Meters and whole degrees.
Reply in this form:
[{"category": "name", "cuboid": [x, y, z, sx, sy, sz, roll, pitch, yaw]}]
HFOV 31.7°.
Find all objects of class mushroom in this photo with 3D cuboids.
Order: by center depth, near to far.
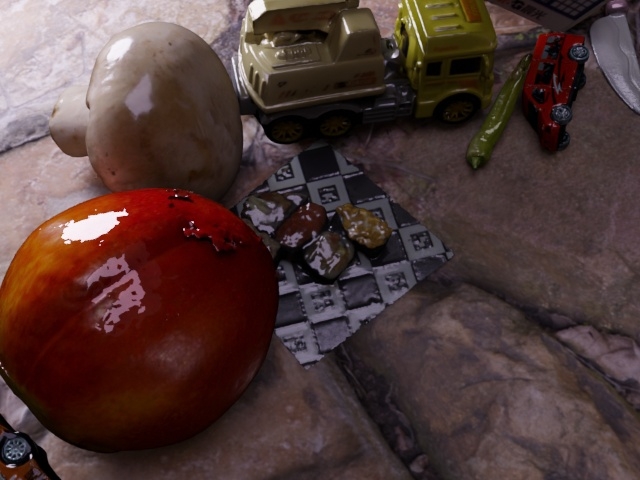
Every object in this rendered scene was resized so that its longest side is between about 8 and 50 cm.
[{"category": "mushroom", "cuboid": [-0.271, -0.164, 1.667, 0.290, 0.292, 0.292, -7, 60, 28]}]

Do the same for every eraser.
[{"category": "eraser", "cuboid": [0.328, -0.433, 1.805, 0.279, 0.124, 0.081, 16, 59, -30]}]

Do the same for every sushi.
[{"category": "sushi", "cuboid": [0.000, 0.000, 1.686, 0.294, 0.059, 0.292, -39, 71, -19]}]

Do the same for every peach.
[{"category": "peach", "cuboid": [-0.234, 0.092, 1.473, 0.370, 0.370, 0.370, 1, 63, -1]}]

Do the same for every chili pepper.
[{"category": "chili pepper", "cuboid": [0.281, -0.200, 1.784, 0.043, 0.049, 0.208, 21, 81, 36]}]

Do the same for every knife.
[{"category": "knife", "cuboid": [0.490, -0.359, 1.889, 0.081, 0.043, 0.336, -5, 66, 3]}]

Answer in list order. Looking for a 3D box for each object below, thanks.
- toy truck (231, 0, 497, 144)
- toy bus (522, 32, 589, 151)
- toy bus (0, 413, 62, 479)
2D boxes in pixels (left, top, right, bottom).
[{"category": "toy truck", "cuboid": [0.068, -0.289, 1.731, 0.405, 0.254, 0.180, -7, 60, -8]}, {"category": "toy bus", "cuboid": [0.371, -0.238, 1.804, 0.089, 0.081, 0.195, 12, 63, 15]}, {"category": "toy bus", "cuboid": [-0.326, 0.377, 1.471, 0.409, 0.093, 0.092, 41, 76, 18]}]
